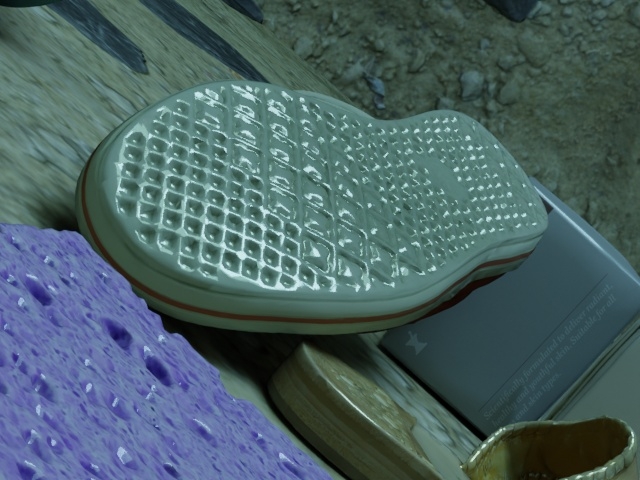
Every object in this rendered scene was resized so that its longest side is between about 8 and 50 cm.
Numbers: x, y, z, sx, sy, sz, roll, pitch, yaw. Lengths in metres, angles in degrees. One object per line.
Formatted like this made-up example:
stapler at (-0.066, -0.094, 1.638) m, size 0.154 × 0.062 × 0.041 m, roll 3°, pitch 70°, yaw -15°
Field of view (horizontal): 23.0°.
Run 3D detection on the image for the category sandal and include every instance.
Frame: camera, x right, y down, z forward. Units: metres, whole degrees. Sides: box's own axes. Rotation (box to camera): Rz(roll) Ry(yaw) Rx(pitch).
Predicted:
sandal at (0.092, 0.099, 0.643) m, size 0.240 × 0.079 × 0.088 m, roll 38°, pitch 9°, yaw -22°

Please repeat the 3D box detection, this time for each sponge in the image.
sponge at (-0.072, 0.037, 0.370) m, size 0.117 × 0.031 × 0.210 m, roll 43°, pitch 8°, yaw 15°

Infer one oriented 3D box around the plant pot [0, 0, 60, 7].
plant pot at (-0.176, -0.266, 0.795) m, size 0.255 × 0.272 × 0.271 m, roll 55°, pitch -3°, yaw -40°

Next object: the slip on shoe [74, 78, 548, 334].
slip on shoe at (0.000, 0.000, 0.714) m, size 0.123 × 0.101 × 0.331 m, roll 56°, pitch 25°, yaw 14°

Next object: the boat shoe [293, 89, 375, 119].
boat shoe at (0.047, -0.030, 1.234) m, size 0.233 × 0.084 × 0.079 m, roll 36°, pitch -31°, yaw 10°

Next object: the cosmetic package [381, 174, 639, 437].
cosmetic package at (0.122, 0.036, 0.967) m, size 0.107 × 0.127 × 0.238 m, roll 42°, pitch 10°, yaw 1°

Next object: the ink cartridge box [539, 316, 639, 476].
ink cartridge box at (0.222, 0.151, 0.840) m, size 0.207 × 0.117 × 0.283 m, roll 44°, pitch 8°, yaw 16°
